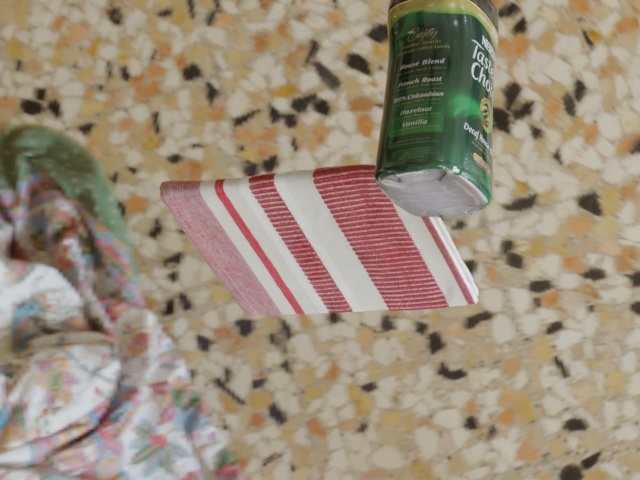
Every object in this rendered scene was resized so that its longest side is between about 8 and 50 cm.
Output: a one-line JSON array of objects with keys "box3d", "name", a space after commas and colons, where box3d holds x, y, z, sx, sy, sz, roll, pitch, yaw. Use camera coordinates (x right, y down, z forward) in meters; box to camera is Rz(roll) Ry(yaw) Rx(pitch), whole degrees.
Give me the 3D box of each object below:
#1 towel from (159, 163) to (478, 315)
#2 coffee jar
[{"box3d": [0.000, 0.000, 1.630, 0.329, 0.237, 0.037, -4, 48, 30], "name": "towel"}, {"box3d": [0.093, -0.117, 1.084, 0.079, 0.096, 0.184, -8, 66, 29], "name": "coffee jar"}]
